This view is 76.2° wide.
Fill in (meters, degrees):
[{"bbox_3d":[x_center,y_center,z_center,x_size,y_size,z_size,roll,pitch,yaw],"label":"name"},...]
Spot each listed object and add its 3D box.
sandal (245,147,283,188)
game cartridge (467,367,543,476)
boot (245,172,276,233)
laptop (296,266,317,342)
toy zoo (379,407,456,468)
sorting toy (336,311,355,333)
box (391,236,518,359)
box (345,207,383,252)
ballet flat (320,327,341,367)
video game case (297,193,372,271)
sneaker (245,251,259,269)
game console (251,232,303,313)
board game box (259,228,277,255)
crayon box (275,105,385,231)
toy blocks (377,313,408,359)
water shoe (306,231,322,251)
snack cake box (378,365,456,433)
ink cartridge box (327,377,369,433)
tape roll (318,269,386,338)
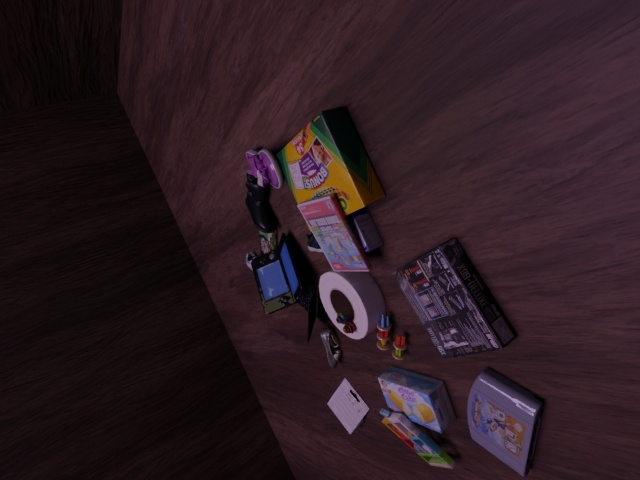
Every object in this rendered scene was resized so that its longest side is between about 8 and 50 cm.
[{"bbox_3d":[-0.249,-0.285,1.679,0.169,0.102,0.416,65,167,-21],"label":"sandal"},{"bbox_3d":[0.527,0.525,1.193,0.198,0.062,0.297,22,129,44],"label":"game cartridge"},{"bbox_3d":[-0.277,-0.178,1.886,0.246,0.094,0.207,56,153,26],"label":"boot"},{"bbox_3d":[-0.090,0.290,1.892,0.264,0.136,0.234,36,139,35],"label":"laptop"},{"bbox_3d":[0.345,0.738,1.540,0.293,0.030,0.192,40,154,9],"label":"toy zoo"},{"bbox_3d":[0.086,0.312,1.534,0.102,0.042,0.061,38,140,38],"label":"sorting toy"},{"bbox_3d":[0.366,0.176,1.165,0.307,0.076,0.242,60,149,9],"label":"box"},{"bbox_3d":[0.128,-0.024,1.394,0.126,0.072,0.137,-25,90,59],"label":"box"},{"bbox_3d":[0.059,0.502,1.890,0.068,0.072,0.213,-9,108,28],"label":"ballet flat"},{"bbox_3d":[0.045,-0.017,1.397,0.204,0.025,0.285,-7,117,56],"label":"video game case"},{"bbox_3d":[-0.335,0.133,2.211,0.237,0.085,0.086,27,138,45],"label":"sneaker"},{"bbox_3d":[-0.208,0.154,1.879,0.173,0.250,0.293,48,-160,-65],"label":"game console"},{"bbox_3d":[-0.263,0.001,2.062,0.136,0.030,0.259,43,143,36],"label":"board game box"},{"bbox_3d":[0.016,-0.224,1.388,0.363,0.106,0.313,-22,92,60],"label":"crayon box"},{"bbox_3d":[0.257,0.341,1.462,0.123,0.054,0.148,24,133,37],"label":"toy blocks"},{"bbox_3d":[0.000,0.000,1.609,0.203,0.073,0.080,-5,105,57],"label":"water shoe"},{"bbox_3d":[0.341,0.564,1.472,0.264,0.089,0.152,-9,105,59],"label":"snack cake box"},{"bbox_3d":[0.147,0.807,2.005,0.189,0.066,0.232,46,124,30],"label":"ink cartridge box"},{"bbox_3d":[0.117,0.230,1.568,0.286,0.100,0.286,37,140,39],"label":"tape roll"}]
